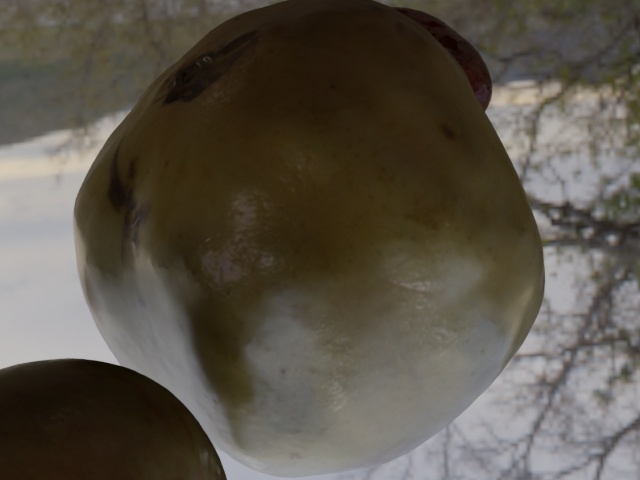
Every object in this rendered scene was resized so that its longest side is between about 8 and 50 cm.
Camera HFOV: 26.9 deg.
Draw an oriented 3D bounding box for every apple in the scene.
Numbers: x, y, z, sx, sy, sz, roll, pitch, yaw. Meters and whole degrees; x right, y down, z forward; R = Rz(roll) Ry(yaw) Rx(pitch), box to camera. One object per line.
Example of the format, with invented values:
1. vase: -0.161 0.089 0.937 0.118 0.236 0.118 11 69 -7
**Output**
1. apple: -0.165 0.188 0.727 0.194 0.261 0.261 14 -161 28

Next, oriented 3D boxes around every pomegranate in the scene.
1. pomegranate: 0.000 0.000 0.917 0.332 0.333 0.332 -5 -169 1

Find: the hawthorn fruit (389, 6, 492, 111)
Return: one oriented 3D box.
1. hawthorn fruit: 0.042 -0.122 1.188 0.202 0.185 0.185 10 -178 -31
